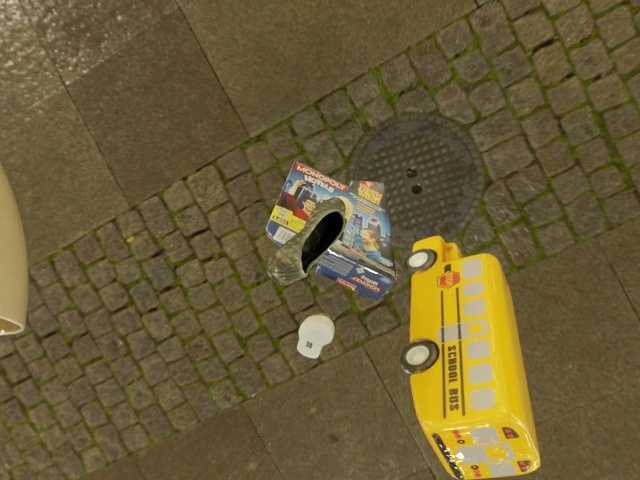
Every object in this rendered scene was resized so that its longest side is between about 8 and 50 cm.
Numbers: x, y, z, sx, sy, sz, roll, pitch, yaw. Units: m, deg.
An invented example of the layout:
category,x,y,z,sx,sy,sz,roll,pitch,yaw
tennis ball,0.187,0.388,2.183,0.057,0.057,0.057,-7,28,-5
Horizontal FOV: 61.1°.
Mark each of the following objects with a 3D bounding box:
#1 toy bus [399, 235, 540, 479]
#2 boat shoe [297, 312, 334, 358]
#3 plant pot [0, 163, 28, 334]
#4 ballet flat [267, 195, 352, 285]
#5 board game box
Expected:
category,x,y,z,sx,sy,sz,roll,pitch,yaw
toy bus,0.183,0.124,0.700,0.130,0.332,0.108,-17,122,23
boat shoe,-0.006,0.133,0.802,0.049,0.142,0.040,26,59,2
plant pot,-0.385,-0.035,0.448,0.285,0.284,0.190,0,73,9
ballet flat,0.000,0.000,0.639,0.049,0.173,0.057,3,123,32
board game box,0.028,-0.033,0.816,0.194,0.194,0.060,26,132,-8
